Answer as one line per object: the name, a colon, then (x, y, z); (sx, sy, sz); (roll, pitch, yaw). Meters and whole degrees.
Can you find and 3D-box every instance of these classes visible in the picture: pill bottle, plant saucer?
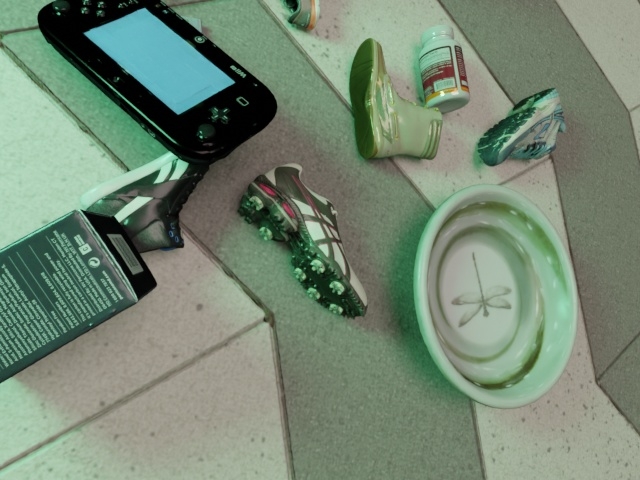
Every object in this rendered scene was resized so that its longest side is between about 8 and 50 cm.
pill bottle: (0.241, -0.337, 0.898); (0.086, 0.086, 0.152); (-3, 83, -28)
plant saucer: (0.312, 0.098, 0.849); (0.401, 0.100, 0.400); (5, 79, -27)

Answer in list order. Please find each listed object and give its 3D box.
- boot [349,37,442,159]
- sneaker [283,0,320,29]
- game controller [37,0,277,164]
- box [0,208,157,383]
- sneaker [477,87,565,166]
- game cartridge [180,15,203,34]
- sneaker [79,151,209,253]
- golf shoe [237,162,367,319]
boot: (0.143, -0.254, 0.838); (0.165, 0.077, 0.213); (-3, 87, -27)
sneaker: (-0.041, -0.449, 0.789); (0.065, 0.061, 0.157); (-5, 83, -22)
game controller: (-0.212, -0.232, 0.605); (0.319, 0.067, 0.166); (41, 67, 8)
box: (-0.299, 0.065, 0.481); (0.207, 0.153, 0.108); (-31, 97, -12)
sneaker: (0.452, -0.223, 0.976); (0.283, 0.110, 0.122); (-39, 103, -27)
game cartridge: (-0.221, -0.317, 0.696); (0.083, 0.017, 0.056); (-4, 87, -28)
sneaker: (-0.199, -0.056, 0.632); (0.217, 0.079, 0.121); (-32, 100, -20)
golf shoe: (0.000, 0.000, 0.707); (0.273, 0.105, 0.120); (53, 56, -10)
